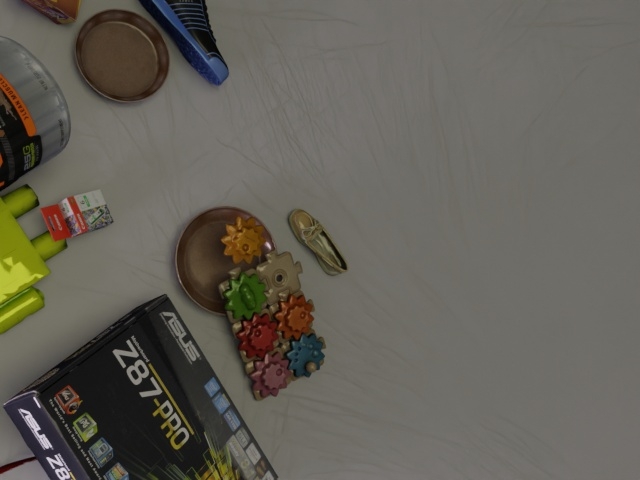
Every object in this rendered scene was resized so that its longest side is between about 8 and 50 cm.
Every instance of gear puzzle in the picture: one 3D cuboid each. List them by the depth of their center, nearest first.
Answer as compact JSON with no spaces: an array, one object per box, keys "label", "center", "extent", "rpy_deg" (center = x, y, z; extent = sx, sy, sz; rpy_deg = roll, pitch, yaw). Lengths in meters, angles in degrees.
[{"label":"gear puzzle","center":[-0.087,0.112,1.461],"extent":[0.175,0.044,0.339],"rpy_deg":[-25,108,-29]}]

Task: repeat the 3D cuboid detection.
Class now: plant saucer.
[{"label":"plant saucer","center":[-0.350,-0.323,1.431],"extent":[0.168,0.029,0.169],"rpy_deg":[4,81,-26]},{"label":"plant saucer","center":[-0.173,0.038,1.472],"extent":[0.198,0.036,0.199],"rpy_deg":[4,82,-28]}]

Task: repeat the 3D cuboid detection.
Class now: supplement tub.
[{"label":"supplement tub","center":[-0.549,-0.140,1.165],"extent":[0.207,0.207,0.338],"rpy_deg":[54,50,-11]}]

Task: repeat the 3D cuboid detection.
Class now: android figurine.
[{"label":"android figurine","center":[-0.544,0.030,1.266],"extent":[0.273,0.056,0.248],"rpy_deg":[-38,102,-29]}]

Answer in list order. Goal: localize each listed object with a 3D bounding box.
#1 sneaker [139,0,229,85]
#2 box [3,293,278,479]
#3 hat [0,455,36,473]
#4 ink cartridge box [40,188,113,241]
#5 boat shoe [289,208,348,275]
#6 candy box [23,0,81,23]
[{"label":"sneaker","center":[-0.231,-0.396,1.473],"extent":[0.090,0.081,0.232],"rpy_deg":[-43,102,-18]},{"label":"box","center":[-0.264,0.329,1.285],"extent":[0.395,0.097,0.318],"rpy_deg":[61,33,-8]},{"label":"hat","center":[-0.442,0.310,1.306],"extent":[0.208,0.183,0.173],"rpy_deg":[21,52,-51]},{"label":"ink cartridge box","center":[-0.400,-0.042,1.338],"extent":[0.115,0.029,0.063],"rpy_deg":[-26,94,-58]},{"label":"boat shoe","center":[-0.001,0.002,1.559],"extent":[0.056,0.048,0.153],"rpy_deg":[-39,101,-26]},{"label":"candy box","center":[-0.444,-0.474,1.363],"extent":[0.109,0.053,0.187],"rpy_deg":[29,69,-56]}]
